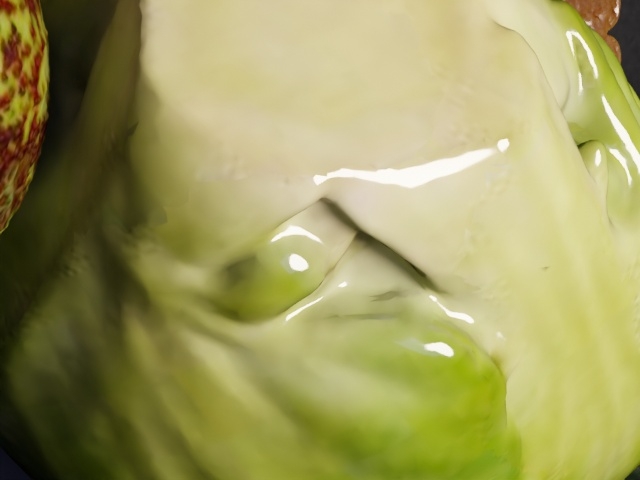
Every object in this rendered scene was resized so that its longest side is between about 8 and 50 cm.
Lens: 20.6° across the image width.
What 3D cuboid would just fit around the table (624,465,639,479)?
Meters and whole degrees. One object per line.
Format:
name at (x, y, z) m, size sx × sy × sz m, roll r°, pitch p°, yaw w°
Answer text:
table at (0.173, 0.042, 0.928) m, size 0.166 × 0.166 × 0.198 m, roll -22°, pitch 104°, yaw -28°

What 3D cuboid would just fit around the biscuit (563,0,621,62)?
biscuit at (0.082, -0.095, 0.908) m, size 0.175 × 0.026 × 0.124 m, roll -11°, pitch 107°, yaw -31°

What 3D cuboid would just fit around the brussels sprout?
brussels sprout at (-0.006, 0.000, 0.698) m, size 0.281 × 0.289 × 0.355 m, roll -34°, pitch 160°, yaw -17°

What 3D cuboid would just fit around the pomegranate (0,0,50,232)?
pomegranate at (-0.175, -0.076, 0.575) m, size 0.276 × 0.222 × 0.204 m, roll -47°, pitch 121°, yaw -50°
